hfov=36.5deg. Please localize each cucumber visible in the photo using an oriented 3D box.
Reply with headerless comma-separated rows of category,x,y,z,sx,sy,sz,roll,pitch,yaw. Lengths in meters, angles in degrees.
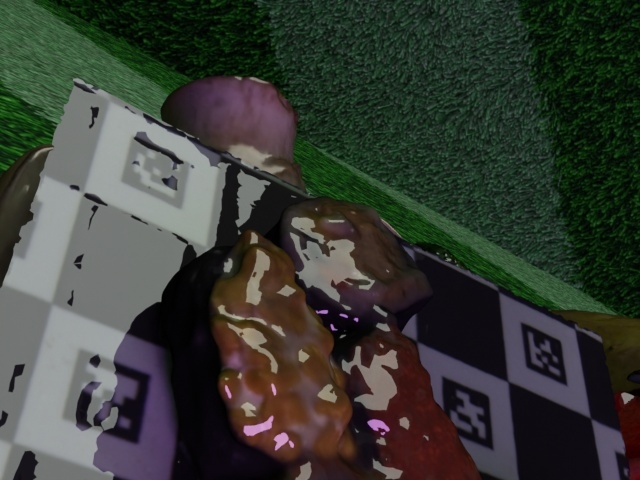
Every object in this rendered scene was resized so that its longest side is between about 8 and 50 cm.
cucumber,0.227,0.070,1.595,0.069,0.069,0.227,20,16,-46

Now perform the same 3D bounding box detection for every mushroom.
mushroom,-0.082,0.018,0.573,0.254,0.195,0.189,12,-15,-27

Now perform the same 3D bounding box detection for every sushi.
sushi,0.040,0.101,0.399,0.359,0.064,0.343,26,43,-23

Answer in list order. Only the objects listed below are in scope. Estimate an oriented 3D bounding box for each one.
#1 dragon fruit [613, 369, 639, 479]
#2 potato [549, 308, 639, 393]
dragon fruit,0.223,0.187,0.627,0.234,0.233,0.293,22,-1,-39
potato,0.246,0.153,0.871,0.229,0.229,0.266,24,3,-32
